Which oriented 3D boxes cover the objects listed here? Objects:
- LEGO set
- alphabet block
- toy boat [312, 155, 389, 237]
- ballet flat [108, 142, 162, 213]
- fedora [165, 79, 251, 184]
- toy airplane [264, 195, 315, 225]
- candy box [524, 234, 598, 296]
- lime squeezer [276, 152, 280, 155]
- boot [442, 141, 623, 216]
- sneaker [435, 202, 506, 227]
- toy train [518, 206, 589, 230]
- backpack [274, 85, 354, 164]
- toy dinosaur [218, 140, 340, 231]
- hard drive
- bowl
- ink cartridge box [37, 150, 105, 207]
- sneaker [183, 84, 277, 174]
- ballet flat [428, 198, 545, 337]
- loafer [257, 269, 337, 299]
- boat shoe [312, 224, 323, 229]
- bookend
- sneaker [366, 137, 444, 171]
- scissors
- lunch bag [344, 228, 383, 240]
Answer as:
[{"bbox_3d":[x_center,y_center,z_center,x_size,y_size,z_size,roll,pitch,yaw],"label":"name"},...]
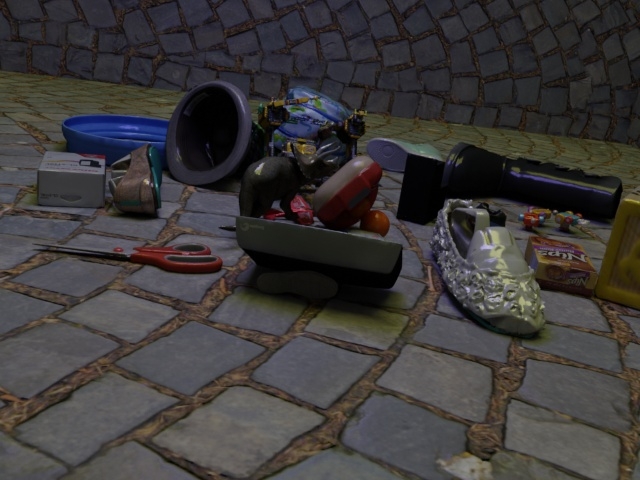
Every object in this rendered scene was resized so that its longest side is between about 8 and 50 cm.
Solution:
[{"bbox_3d":[0.001,-0.237,1.592,0.331,0.255,0.192,14,-12,-19],"label":"LEGO set"},{"bbox_3d":[0.637,0.020,1.189,0.192,0.194,0.197,16,20,29],"label":"alphabet block"},{"bbox_3d":[0.077,-0.064,1.290,0.151,0.151,0.231,49,-2,3],"label":"toy boat"},{"bbox_3d":[-0.396,-0.137,1.382,0.106,0.108,0.316,-10,21,-9],"label":"ballet flat"},{"bbox_3d":[-0.259,-0.255,1.626,0.243,0.276,0.124,-9,-15,21],"label":"fedora"},{"bbox_3d":[-0.064,-0.058,1.390,0.151,0.028,0.151,8,25,-4],"label":"toy airplane"},{"bbox_3d":[0.465,0.045,1.265,0.109,0.053,0.187,12,20,9],"label":"candy box"},{"bbox_3d":[-0.149,-0.218,1.798,0.310,0.059,0.110,14,19,17],"label":"lime squeezer"},{"bbox_3d":[0.598,-0.153,1.817,0.444,0.146,0.367,22,24,25],"label":"boot"},{"bbox_3d":[0.337,-0.049,1.443,0.152,0.085,0.058,13,19,17],"label":"sneaker"},{"bbox_3d":[0.566,-0.043,1.595,0.166,0.046,0.125,7,19,6],"label":"toy train"},{"bbox_3d":[-0.029,-0.330,1.914,0.290,0.273,0.355,31,31,1],"label":"backpack"},{"bbox_3d":[-0.105,-0.107,1.270,0.121,0.161,0.313,31,35,32],"label":"toy dinosaur"},{"bbox_3d":[0.000,0.023,1.020,0.254,0.054,0.172,10,-14,9],"label":"hard drive"},{"bbox_3d":[-0.506,-0.275,1.786,0.390,0.077,0.391,8,18,-2],"label":"bowl"},{"bbox_3d":[-0.511,-0.129,1.343,0.127,0.073,0.175,2,18,-19],"label":"ink cartridge box"},{"bbox_3d":[-0.221,-0.292,1.761,0.343,0.134,0.146,48,16,22],"label":"sneaker"},{"bbox_3d":[0.275,0.021,1.132,0.146,0.147,0.409,5,19,-8],"label":"ballet flat"},{"bbox_3d":[-0.035,0.064,1.012,0.125,0.045,0.039,5,11,-1],"label":"loafer"},{"bbox_3d":[0.000,0.000,1.243,0.035,0.035,0.100,-27,32,-13],"label":"boat shoe"},{"bbox_3d":[0.254,-0.133,1.548,0.072,0.157,0.156,17,21,24],"label":"bookend"},{"bbox_3d":[0.273,-0.278,2.097,0.255,0.094,0.151,18,24,-1],"label":"sneaker"},{"bbox_3d":[-0.310,0.023,1.049,0.296,0.021,0.109,3,20,-20],"label":"scissors"},{"bbox_3d":[0.078,0.010,1.206,0.071,0.053,0.083,8,8,-6],"label":"lunch bag"}]
